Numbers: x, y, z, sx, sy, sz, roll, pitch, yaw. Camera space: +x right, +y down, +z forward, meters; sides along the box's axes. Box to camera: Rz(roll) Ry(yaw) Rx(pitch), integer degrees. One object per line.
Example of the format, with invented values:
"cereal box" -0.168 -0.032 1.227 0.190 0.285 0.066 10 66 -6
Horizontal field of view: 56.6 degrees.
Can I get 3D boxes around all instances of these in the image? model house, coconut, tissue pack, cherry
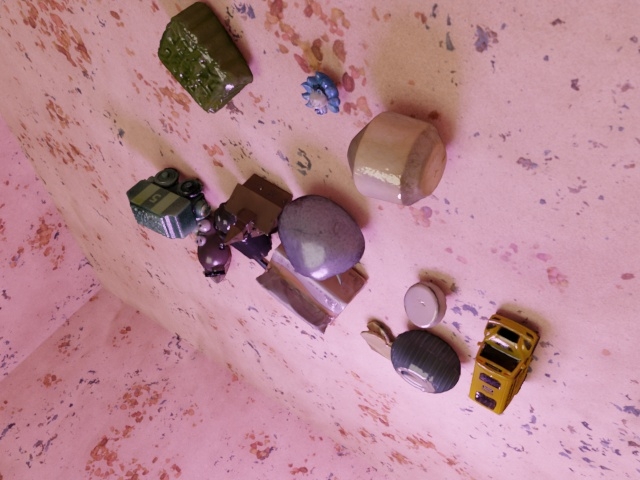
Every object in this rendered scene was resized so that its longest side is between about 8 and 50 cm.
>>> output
"model house" -0.228 -0.059 1.913 0.180 0.248 0.176 32 149 18
"coconut" 0.163 -0.185 1.348 0.222 0.202 0.202 21 145 26
"tissue pack" -0.042 0.148 1.996 0.305 0.238 0.238 39 150 4
"cherry" 0.000 0.000 1.757 0.296 0.218 0.255 57 154 -15

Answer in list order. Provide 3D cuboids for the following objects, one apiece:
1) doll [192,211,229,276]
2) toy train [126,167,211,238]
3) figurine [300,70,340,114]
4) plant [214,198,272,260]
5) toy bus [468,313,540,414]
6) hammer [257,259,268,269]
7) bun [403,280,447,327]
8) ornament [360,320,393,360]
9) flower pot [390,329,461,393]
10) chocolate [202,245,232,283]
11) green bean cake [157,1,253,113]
"doll" -0.425 0.012 2.300 0.182 0.117 0.257 -13 87 43
"toy train" -0.558 -0.134 2.207 0.299 0.238 0.167 24 143 26
"figurine" 0.000 -0.356 1.423 0.114 0.079 0.114 36 154 21
"plant" -0.269 -0.042 2.096 0.164 0.142 0.256 14 152 39
"toy bus" 0.516 0.360 1.704 0.145 0.151 0.331 27 148 27
"hammer" -0.251 0.062 2.310 0.290 0.037 0.137 44 151 -5
"bun" 0.323 0.187 1.761 0.138 0.094 0.138 4 96 47
"ornament" 0.229 0.386 2.168 0.201 0.059 0.180 41 153 -3
"flower pot" 0.343 0.400 1.953 0.243 0.157 0.189 28 146 19
"chocolate" -0.428 0.071 2.488 0.157 0.080 0.254 52 150 12
"green bean cake" -0.305 -0.473 1.576 0.248 0.125 0.222 47 150 -10
